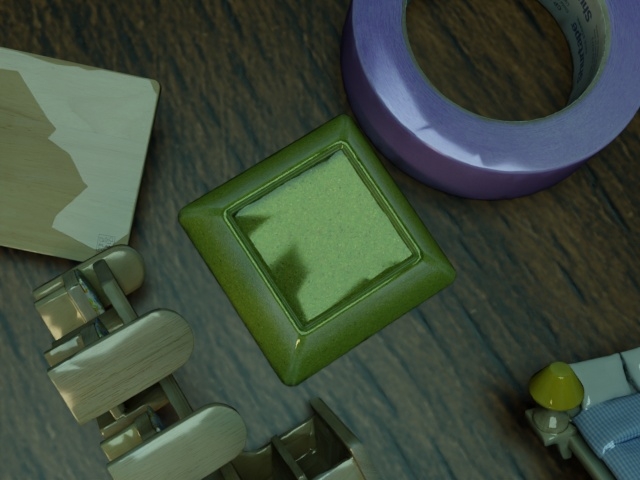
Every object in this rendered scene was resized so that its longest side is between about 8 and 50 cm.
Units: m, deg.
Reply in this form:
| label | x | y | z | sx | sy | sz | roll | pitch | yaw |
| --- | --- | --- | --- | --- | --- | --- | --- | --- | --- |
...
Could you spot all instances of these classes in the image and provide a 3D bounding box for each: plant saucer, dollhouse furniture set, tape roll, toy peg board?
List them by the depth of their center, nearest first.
| label | x | y | z | sx | sy | sz | roll | pitch | yaw |
| --- | --- | --- | --- | --- | --- | --- | --- | --- | --- |
| dollhouse furniture set | 0.347 | 0.138 | 0.730 | 0.303 | 0.198 | 0.286 | -12 | 39 | -16 |
| dollhouse furniture set | -0.087 | 0.114 | 0.756 | 0.161 | 0.212 | 0.242 | -30 | 109 | -10 |
| toy peg board | -0.229 | -0.071 | 0.858 | 0.161 | 0.079 | 0.161 | 12 | 91 | -3 |
| plant saucer | 0.000 | 0.000 | 0.871 | 0.188 | 0.045 | 0.188 | -32 | 82 | -12 |
| tape roll | 0.159 | -0.180 | 0.909 | 0.274 | 0.090 | 0.275 | 2 | 76 | -6 |
